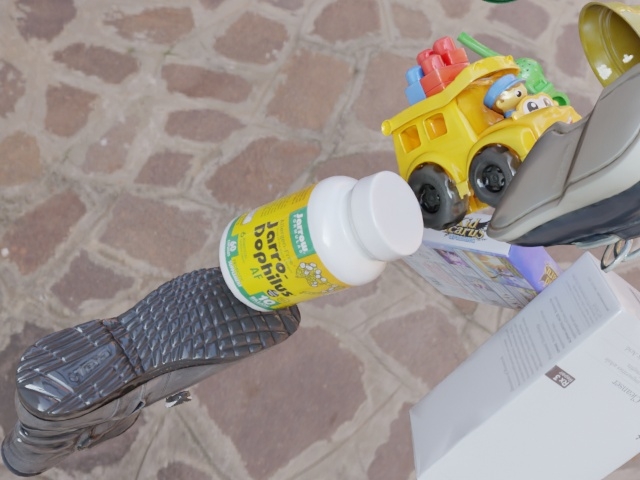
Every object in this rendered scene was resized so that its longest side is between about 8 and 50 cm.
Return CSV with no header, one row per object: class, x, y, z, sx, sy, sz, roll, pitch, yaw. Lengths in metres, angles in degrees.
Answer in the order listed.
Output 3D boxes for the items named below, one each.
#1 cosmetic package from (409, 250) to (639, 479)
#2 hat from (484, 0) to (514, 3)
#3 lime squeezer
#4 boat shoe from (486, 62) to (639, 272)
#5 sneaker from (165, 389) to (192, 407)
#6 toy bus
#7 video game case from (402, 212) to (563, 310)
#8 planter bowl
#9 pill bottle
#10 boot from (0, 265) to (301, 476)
cosmetic package,0.331,0.231,1.075,0.217,0.385,0.156,33,23,-16
hat,0.211,-0.420,1.003,0.183,0.208,0.173,3,38,-49
lime squeezer,0.323,-0.211,1.140,0.059,0.110,0.310,-42,89,-19
boat shoe,0.173,-0.035,0.456,0.079,0.254,0.095,25,77,-1
sneaker,-0.224,0.228,1.149,0.040,0.109,0.043,-12,90,-21
toy bus,0.178,-0.136,0.847,0.149,0.220,0.211,-18,89,-36
video game case,0.244,0.033,1.171,0.244,0.269,0.061,13,73,41
planter bowl,0.518,-0.309,1.205,0.090,0.217,0.217,-31,63,2
pill bottle,0.000,0.000,0.794,0.117,0.208,0.117,22,59,-43
boot,-0.202,0.151,0.885,0.338,0.222,0.118,-13,64,-31
